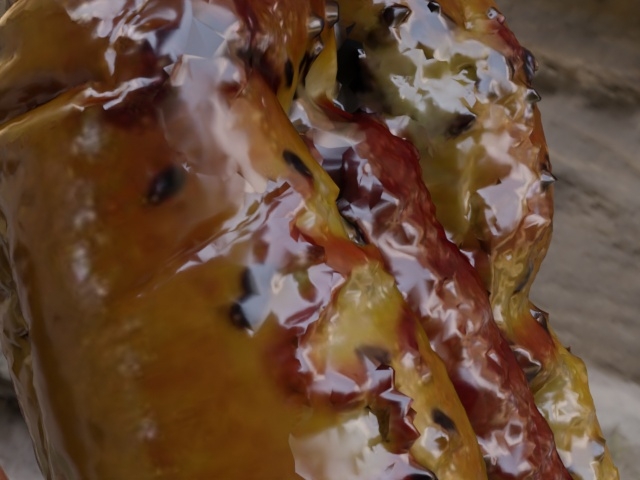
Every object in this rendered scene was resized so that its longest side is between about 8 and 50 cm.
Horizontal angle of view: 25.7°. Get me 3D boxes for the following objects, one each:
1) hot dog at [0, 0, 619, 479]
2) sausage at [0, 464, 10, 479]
[{"bbox_3d":[0.000,0.000,0.639,0.367,0.196,0.365,-14,83,-62],"label":"hot dog"},{"bbox_3d":[-0.214,0.220,0.952,0.078,0.078,0.304,-83,151,-67],"label":"sausage"}]
